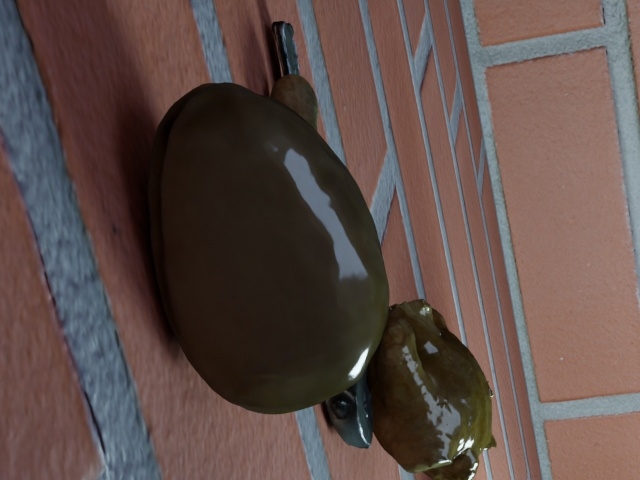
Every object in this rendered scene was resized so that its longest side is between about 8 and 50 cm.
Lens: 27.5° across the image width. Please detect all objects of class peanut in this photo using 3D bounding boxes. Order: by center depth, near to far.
[{"bbox_3d":[-0.019,-0.078,0.900,0.037,0.037,0.083,63,27,-56],"label":"peanut"}]

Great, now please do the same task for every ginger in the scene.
[{"bbox_3d":[0.087,0.126,1.099,0.157,0.102,0.216,62,11,2],"label":"ginger"}]

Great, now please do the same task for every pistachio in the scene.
[{"bbox_3d":[-0.029,0.003,0.665,0.108,0.126,0.185,22,-44,54],"label":"pistachio"}]

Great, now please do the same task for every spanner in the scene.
[{"bbox_3d":[0.000,0.000,0.965,0.093,0.026,0.325,-47,126,-73],"label":"spanner"}]
